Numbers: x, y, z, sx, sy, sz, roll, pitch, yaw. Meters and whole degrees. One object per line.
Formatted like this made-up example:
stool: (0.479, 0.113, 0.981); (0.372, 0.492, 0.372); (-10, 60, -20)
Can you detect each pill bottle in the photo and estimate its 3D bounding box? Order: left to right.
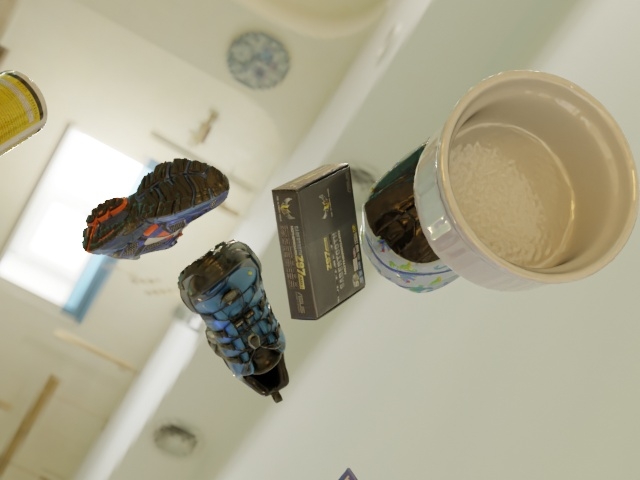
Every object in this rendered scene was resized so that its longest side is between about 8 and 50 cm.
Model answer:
pill bottle: (-0.303, -0.101, 1.144); (0.116, 0.065, 0.065); (-44, 175, -46)

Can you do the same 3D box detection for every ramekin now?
ramekin: (0.254, -0.066, 1.653); (0.277, 0.277, 0.135); (-67, -169, -21)

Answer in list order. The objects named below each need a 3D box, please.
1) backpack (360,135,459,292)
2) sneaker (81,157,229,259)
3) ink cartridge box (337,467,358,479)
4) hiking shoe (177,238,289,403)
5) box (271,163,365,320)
backpack: (0.245, -0.057, 2.476); (0.355, 0.290, 0.273); (-31, 163, -27)
sneaker: (-0.195, -0.035, 1.605); (0.221, 0.087, 0.083); (-21, -122, 32)
ink cartridge box: (0.006, 0.402, 1.310); (0.311, 0.065, 0.186); (-57, -130, 23)
hiking shoe: (-0.094, 0.103, 1.683); (0.113, 0.132, 0.304); (-37, 155, -10)
box: (0.000, 0.000, 2.217); (0.183, 0.059, 0.232); (-29, 114, -55)
